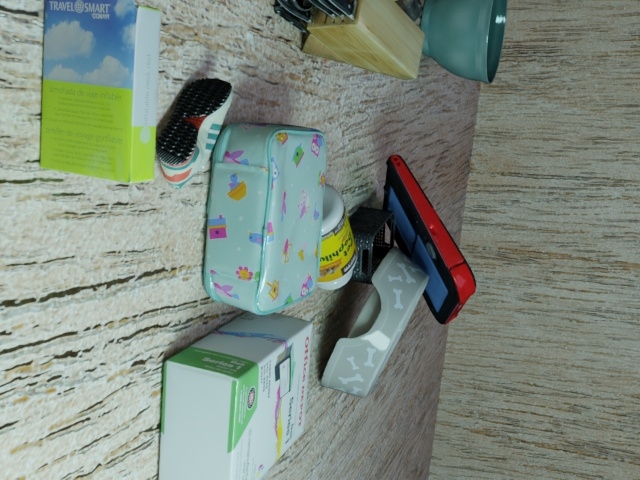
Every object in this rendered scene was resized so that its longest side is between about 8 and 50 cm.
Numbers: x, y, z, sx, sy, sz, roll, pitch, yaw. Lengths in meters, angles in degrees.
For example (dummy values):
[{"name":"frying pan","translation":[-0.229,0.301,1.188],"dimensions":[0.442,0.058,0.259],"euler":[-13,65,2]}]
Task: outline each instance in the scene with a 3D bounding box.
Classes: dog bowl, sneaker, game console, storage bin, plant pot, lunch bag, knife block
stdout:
[{"name":"dog bowl","translation":[0.128,0.188,1.642],"dimensions":[0.349,0.102,0.349],"euler":[-59,170,-17]},{"name":"sneaker","translation":[-0.158,-0.134,0.938],"dimensions":[0.075,0.057,0.161],"euler":[101,8,-55]},{"name":"game console","translation":[0.230,0.013,1.711],"dimensions":[0.342,0.060,0.386],"euler":[60,-6,15]},{"name":"storage bin","translation":[0.103,0.009,1.681],"dimensions":[0.180,0.084,0.122],"euler":[-44,140,-58]},{"name":"plant pot","translation":[0.384,-0.581,2.030],"dimensions":[0.293,0.196,0.293],"euler":[9,90,-70]},{"name":"lunch bag","translation":[-0.074,-0.034,1.111],"dimensions":[0.224,0.108,0.279],"euler":[-20,118,-66]},{"name":"knife block","translation":[0.060,-0.356,1.170],"dimensions":[0.242,0.275,0.088],"euler":[160,-57,-78]}]

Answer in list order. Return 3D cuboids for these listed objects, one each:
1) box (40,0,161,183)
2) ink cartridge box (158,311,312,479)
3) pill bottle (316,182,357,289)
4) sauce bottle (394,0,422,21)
[{"name":"box","translation":[-0.205,-0.149,0.692],"dimensions":[0.042,0.109,0.178],"euler":[-18,116,-64]},{"name":"ink cartridge box","translation":[-0.117,0.238,1.112],"dimensions":[0.278,0.117,0.201],"euler":[-26,124,-67]},{"name":"pill bottle","translation":[0.000,0.000,1.331],"dimensions":[0.215,0.117,0.117],"euler":[70,35,-54]},{"name":"sauce bottle","translation":[0.139,-0.530,1.488],"dimensions":[0.344,0.111,0.111],"euler":[28,72,-69]}]
